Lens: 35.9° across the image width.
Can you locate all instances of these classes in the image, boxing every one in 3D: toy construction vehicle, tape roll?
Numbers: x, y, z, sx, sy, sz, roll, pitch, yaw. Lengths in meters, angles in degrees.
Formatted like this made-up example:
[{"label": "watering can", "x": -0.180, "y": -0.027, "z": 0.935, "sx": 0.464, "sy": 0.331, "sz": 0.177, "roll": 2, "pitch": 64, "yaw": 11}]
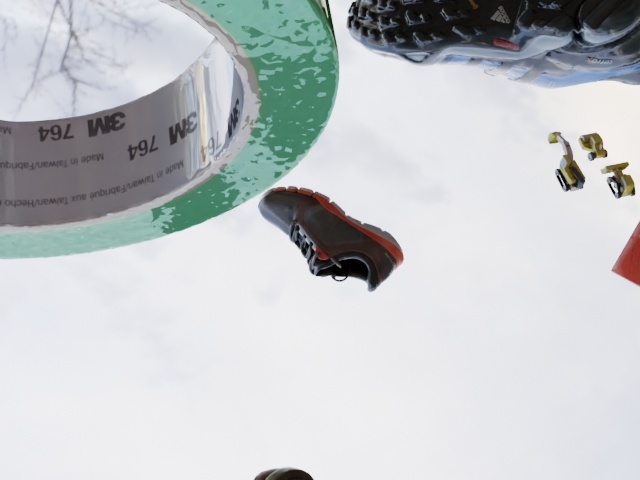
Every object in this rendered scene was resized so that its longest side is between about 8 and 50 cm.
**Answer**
[{"label": "toy construction vehicle", "x": 0.324, "y": -0.094, "z": 1.179, "sx": 0.085, "sy": 0.035, "sz": 0.098, "roll": -9, "pitch": -122, "yaw": -12}, {"label": "tape roll", "x": -0.153, "y": -0.090, "z": 0.496, "sx": 0.321, "sy": 0.321, "sz": 0.077, "roll": 6, "pitch": -118, "yaw": -30}]

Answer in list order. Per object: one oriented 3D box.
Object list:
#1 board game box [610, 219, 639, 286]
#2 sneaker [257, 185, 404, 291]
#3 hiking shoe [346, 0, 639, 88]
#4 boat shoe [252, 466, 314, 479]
[{"label": "board game box", "x": 0.584, "y": -0.041, "z": 1.390, "sx": 0.064, "sy": 0.317, "sz": 0.242, "roll": 24, "pitch": -173, "yaw": -32}, {"label": "sneaker", "x": 0.000, "y": 0.000, "z": 0.954, "sx": 0.158, "sy": 0.061, "sz": 0.065, "roll": 24, "pitch": -122, "yaw": 19}, {"label": "hiking shoe", "x": 0.157, "y": -0.182, "z": 0.891, "sx": 0.304, "sy": 0.113, "sz": 0.132, "roll": 14, "pitch": 162, "yaw": 40}, {"label": "boat shoe", "x": -0.068, "y": 0.369, "z": 0.980, "sx": 0.110, "sy": 0.307, "sz": 0.104, "roll": 3, "pitch": -177, "yaw": -41}]
